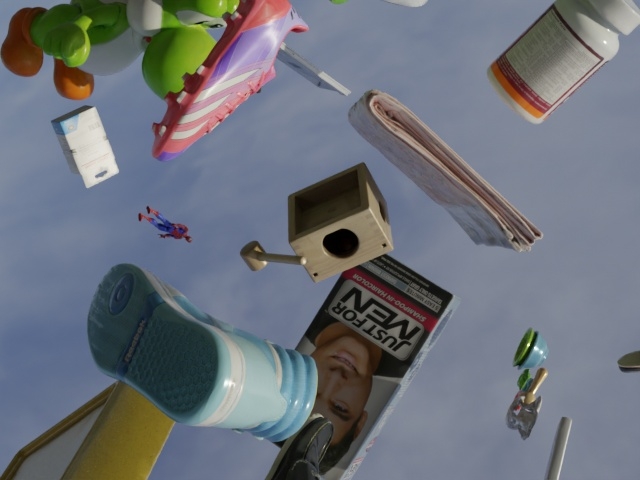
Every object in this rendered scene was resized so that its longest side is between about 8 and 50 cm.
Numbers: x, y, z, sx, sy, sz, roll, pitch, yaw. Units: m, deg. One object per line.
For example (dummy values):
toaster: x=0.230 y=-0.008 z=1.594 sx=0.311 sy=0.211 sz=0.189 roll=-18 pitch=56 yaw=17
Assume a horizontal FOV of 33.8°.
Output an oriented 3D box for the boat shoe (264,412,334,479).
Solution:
boat shoe: x=-0.032 y=0.317 z=1.323 sx=0.079 sy=0.084 sz=0.233 roll=15 pitch=-136 yaw=20

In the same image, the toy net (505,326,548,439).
toy net: x=0.315 y=0.240 z=1.667 sx=0.122 sy=0.045 sz=0.232 roll=-65 pitch=177 yaw=33

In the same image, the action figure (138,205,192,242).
action figure: x=-0.274 y=-0.023 z=1.893 sx=0.038 sy=0.115 sz=0.030 roll=-42 pitch=-135 yaw=20

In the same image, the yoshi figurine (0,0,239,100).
yoshi figurine: x=-0.267 y=-0.255 z=1.459 sx=0.362 sy=0.203 sz=0.203 roll=-5 pitch=-148 yaw=34

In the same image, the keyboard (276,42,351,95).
keyboard: x=-0.035 y=-0.295 z=1.774 sx=0.072 sy=0.256 sz=0.014 roll=23 pitch=-90 yaw=31

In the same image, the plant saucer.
plant saucer: x=-0.343 y=0.321 z=1.360 sx=0.332 sy=0.081 sz=0.333 roll=-36 pitch=-165 yaw=26

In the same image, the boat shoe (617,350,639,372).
boat shoe: x=0.593 y=0.219 z=1.861 sx=0.137 sy=0.043 sz=0.049 roll=-9 pitch=-151 yaw=0

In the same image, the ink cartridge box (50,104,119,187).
ink cartridge box: x=-0.271 y=-0.108 z=1.214 sx=0.048 sy=0.083 sz=0.028 roll=-31 pitch=-154 yaw=-30

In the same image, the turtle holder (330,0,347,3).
turtle holder: x=0.032 y=-0.496 z=1.496 sx=0.227 sy=0.320 sz=0.243 roll=47 pitch=-69 yaw=19

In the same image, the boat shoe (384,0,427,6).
boat shoe: x=-0.001 y=-0.391 z=1.181 sx=0.119 sy=0.335 sz=0.121 roll=-58 pitch=172 yaw=34

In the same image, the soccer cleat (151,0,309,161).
soccer cleat: x=-0.111 y=-0.189 z=1.261 sx=0.248 sy=0.095 sz=0.083 roll=-58 pitch=-157 yaw=-4

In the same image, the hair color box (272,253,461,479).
hair color box: x=0.060 y=0.208 z=1.796 sx=0.185 sy=0.113 sz=0.374 roll=32 pitch=-88 yaw=15

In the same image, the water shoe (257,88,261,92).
water shoe: x=-0.188 y=-0.272 z=1.902 sx=0.073 sy=0.080 sz=0.203 roll=-8 pitch=174 yaw=-45

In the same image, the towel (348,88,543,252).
towel: x=0.170 y=-0.102 z=1.590 sx=0.053 sy=0.317 sz=0.332 roll=-48 pitch=-176 yaw=0

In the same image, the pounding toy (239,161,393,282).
pounding toy: x=-0.005 y=0.008 z=1.507 sx=0.206 sy=0.094 sz=0.181 roll=-24 pitch=-148 yaw=13

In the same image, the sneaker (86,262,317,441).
sneaker: x=-0.128 y=0.137 z=1.206 sx=0.319 sy=0.208 sz=0.127 roll=33 pitch=-83 yaw=50

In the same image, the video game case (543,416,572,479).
video game case: x=0.347 y=0.349 z=1.577 sx=0.019 sy=0.143 sz=0.157 roll=14 pitch=-103 yaw=13

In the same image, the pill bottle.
pill bottle: x=0.363 y=-0.287 z=1.569 sx=0.221 sy=0.121 sz=0.121 roll=-44 pitch=-156 yaw=26
